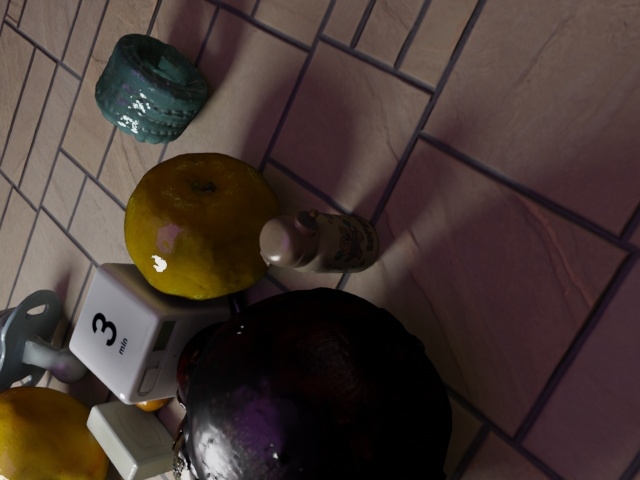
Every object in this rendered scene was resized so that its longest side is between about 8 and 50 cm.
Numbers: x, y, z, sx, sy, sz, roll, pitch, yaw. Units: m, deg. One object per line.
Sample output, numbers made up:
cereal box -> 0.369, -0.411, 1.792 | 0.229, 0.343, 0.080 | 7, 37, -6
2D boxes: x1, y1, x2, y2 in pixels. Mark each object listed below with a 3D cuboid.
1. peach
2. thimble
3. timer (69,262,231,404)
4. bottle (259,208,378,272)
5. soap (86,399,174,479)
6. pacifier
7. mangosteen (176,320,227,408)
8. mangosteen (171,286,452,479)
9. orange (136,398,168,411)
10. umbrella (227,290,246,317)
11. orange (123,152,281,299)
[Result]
peach -> -0.628, 0.457, 1.459 | 0.308, 0.289, 0.289 | 40, 112, 37
thimble -> -0.340, -0.306, 1.337 | 0.143, 0.198, 0.235 | -50, 28, 27
timer -> -0.321, 0.169, 1.253 | 0.195, 0.194, 0.192 | 31, 104, 33
bottle -> 0.000, 0.000, 1.039 | 0.110, 0.209, 0.097 | -46, 62, 27
soap -> -0.389, 0.413, 1.385 | 0.183, 0.121, 0.063 | 38, 112, 32
pacifier -> -0.666, 0.275, 1.575 | 0.233, 0.244, 0.299 | 18, 102, 7
mangosteen -> -0.158, 0.245, 1.172 | 0.210, 0.210, 0.209 | -2, 87, 38
mangosteen -> -0.004, 0.281, 0.932 | 0.381, 0.381, 0.421 | 25, 110, 36
orange -> -0.359, 0.318, 1.398 | 0.083, 0.070, 0.083 | 2, 94, 37
umbrella -> -0.158, 0.124, 1.271 | 0.036, 0.031, 0.133 | -33, 68, 55
orange -> -0.208, -0.023, 1.179 | 0.279, 0.279, 0.235 | 51, 150, 28
